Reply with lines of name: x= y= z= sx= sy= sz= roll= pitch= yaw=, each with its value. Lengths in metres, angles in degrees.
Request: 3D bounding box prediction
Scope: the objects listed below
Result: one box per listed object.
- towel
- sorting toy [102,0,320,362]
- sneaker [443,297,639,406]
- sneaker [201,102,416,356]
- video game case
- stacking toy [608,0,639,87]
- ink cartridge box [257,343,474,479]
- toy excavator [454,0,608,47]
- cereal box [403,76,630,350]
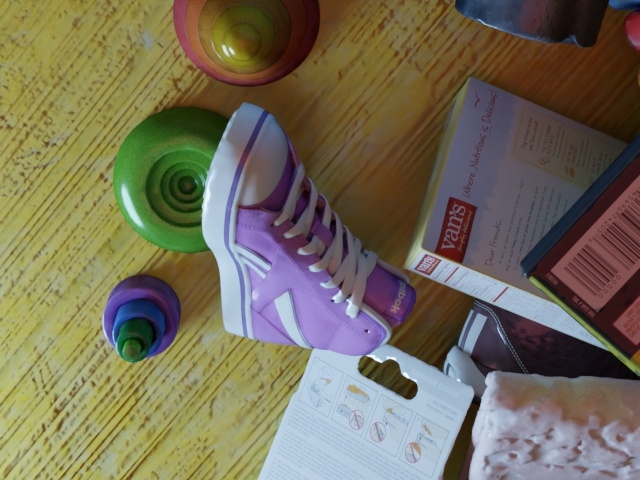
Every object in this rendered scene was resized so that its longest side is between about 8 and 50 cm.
towel: x=0.277 y=0.220 z=1.384 sx=0.332 sy=0.053 sz=0.317 roll=4 pitch=141 yaw=-4
sorting toy: x=-0.102 y=-0.055 z=1.340 sx=0.127 sy=0.126 sz=0.365 roll=19 pitch=107 yaw=-7
sneaker: x=0.256 y=0.084 z=1.404 sx=0.281 sy=0.106 sz=0.162 roll=14 pitch=96 yaw=-13
sneaker: x=0.000 y=-0.001 z=1.304 sx=0.161 sy=0.102 sz=0.282 roll=15 pitch=152 yaw=13
video game case: x=0.327 y=0.000 z=1.210 sx=0.248 sy=0.035 sz=0.275 roll=40 pitch=99 yaw=-9
stacking toy: x=0.315 y=-0.065 z=1.280 sx=0.166 sy=0.175 sz=0.301 roll=-1 pitch=94 yaw=0
ink cartridge box: x=0.038 y=0.198 z=1.414 sx=0.056 sy=0.181 sz=0.224 roll=19 pitch=95 yaw=-49
toy excavator: x=-0.038 y=-0.323 z=1.180 sx=0.445 sy=0.433 sz=0.222 roll=4 pitch=111 yaw=-32
cereal box: x=0.201 y=-0.012 z=1.343 sx=0.240 sy=0.173 sz=0.047 roll=23 pitch=151 yaw=-6
